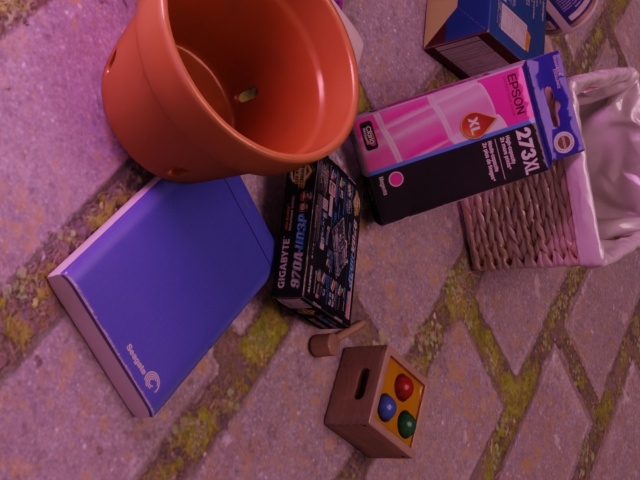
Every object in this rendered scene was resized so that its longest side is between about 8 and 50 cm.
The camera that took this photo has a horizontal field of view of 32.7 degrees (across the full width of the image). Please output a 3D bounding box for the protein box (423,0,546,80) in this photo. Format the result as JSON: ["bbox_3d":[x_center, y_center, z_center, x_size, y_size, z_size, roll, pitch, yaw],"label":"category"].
[{"bbox_3d":[0.303,-0.406,1.979,0.201,0.136,0.200,26,63,-47],"label":"protein box"}]

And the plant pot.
[{"bbox_3d":[-0.125,-0.196,1.304,0.290,0.203,0.291,19,60,-38],"label":"plant pot"}]

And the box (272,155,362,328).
[{"bbox_3d":[0.000,0.000,1.553,0.175,0.051,0.220,38,54,-61],"label":"box"}]

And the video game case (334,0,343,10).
[{"bbox_3d":[-0.045,-0.470,1.619,0.232,0.041,0.210,21,67,-49],"label":"video game case"}]

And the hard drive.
[{"bbox_3d":[-0.178,0.035,1.359,0.319,0.040,0.210,-51,123,-44],"label":"hard drive"}]

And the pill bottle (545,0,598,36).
[{"bbox_3d":[0.429,-0.532,2.150,0.264,0.153,0.153,35,58,-44],"label":"pill bottle"}]

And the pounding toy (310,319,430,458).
[{"bbox_3d":[0.076,0.198,1.615,0.206,0.094,0.181,44,52,-40],"label":"pounding toy"}]

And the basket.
[{"bbox_3d":[0.434,-0.124,1.993,0.328,0.266,0.332,-19,98,-52],"label":"basket"}]

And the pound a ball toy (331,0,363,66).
[{"bbox_3d":[-0.056,-0.319,1.444,0.319,0.208,0.136,46,50,-38],"label":"pound a ball toy"}]

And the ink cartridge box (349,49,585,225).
[{"bbox_3d":[0.239,-0.164,1.725,0.370,0.069,0.176,-19,102,-8],"label":"ink cartridge box"}]
